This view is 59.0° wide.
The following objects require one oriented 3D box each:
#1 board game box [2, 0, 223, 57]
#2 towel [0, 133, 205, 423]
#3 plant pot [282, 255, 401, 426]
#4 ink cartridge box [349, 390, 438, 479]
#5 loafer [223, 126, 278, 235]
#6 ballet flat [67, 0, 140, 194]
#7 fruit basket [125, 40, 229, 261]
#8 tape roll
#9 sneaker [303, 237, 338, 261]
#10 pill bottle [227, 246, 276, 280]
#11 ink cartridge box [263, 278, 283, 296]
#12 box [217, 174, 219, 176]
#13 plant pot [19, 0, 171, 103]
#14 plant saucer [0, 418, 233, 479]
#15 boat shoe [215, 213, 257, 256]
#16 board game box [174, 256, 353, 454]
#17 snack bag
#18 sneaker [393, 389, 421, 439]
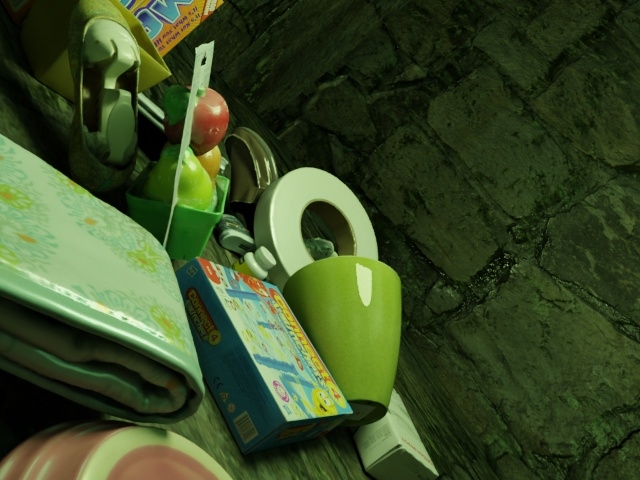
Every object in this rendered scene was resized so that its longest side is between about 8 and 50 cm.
[{"bbox_3d":[-0.526,-0.655,1.335,0.357,0.356,0.356,55,9,18],"label":"board game box"},{"bbox_3d":[-0.292,0.005,0.586,0.374,0.090,0.320,39,9,-31],"label":"towel"},{"bbox_3d":[0.056,0.232,1.212,0.275,0.274,0.294,44,32,-42],"label":"plant pot"},{"bbox_3d":[0.143,0.427,1.271,0.172,0.100,0.237,46,10,-33],"label":"ink cartridge box"},{"bbox_3d":[-0.182,-0.133,1.508,0.130,0.133,0.366,-17,80,-37],"label":"loafer"},{"bbox_3d":[-0.343,-0.250,0.923,0.123,0.123,0.349,25,63,-71],"label":"ballet flat"},{"bbox_3d":[-0.237,-0.159,0.971,0.165,0.353,0.327,6,21,-8],"label":"fruit basket"},{"bbox_3d":[0.000,0.000,1.479,0.391,0.072,0.392,22,57,-38],"label":"tape roll"},{"bbox_3d":[-0.054,0.025,1.705,0.305,0.152,0.114,36,20,-55],"label":"sneaker"},{"bbox_3d":[-0.150,0.066,1.163,0.065,0.116,0.065,50,8,-10],"label":"pill bottle"},{"bbox_3d":[-0.104,0.150,1.347,0.063,0.029,0.115,45,11,-40],"label":"ink cartridge box"},{"bbox_3d":[-0.300,-0.142,1.347,0.028,0.081,0.136,54,9,16],"label":"box"},{"bbox_3d":[-0.467,-0.388,1.134,0.212,0.187,0.212,56,10,29],"label":"plant pot"},{"bbox_3d":[-0.134,0.288,0.476,0.332,0.084,0.332,51,9,-12],"label":"plant saucer"},{"bbox_3d":[-0.190,-0.005,1.403,0.183,0.065,0.083,37,21,-52],"label":"boat shoe"},{"bbox_3d":[-0.101,0.198,0.987,0.308,0.086,0.302,56,10,23],"label":"board game box"},{"bbox_3d":[-0.364,-0.284,1.418,0.323,0.037,0.342,39,3,-12],"label":"snack bag"},{"bbox_3d":[0.198,0.475,1.466,0.229,0.086,0.132,65,8,17],"label":"sneaker"}]
